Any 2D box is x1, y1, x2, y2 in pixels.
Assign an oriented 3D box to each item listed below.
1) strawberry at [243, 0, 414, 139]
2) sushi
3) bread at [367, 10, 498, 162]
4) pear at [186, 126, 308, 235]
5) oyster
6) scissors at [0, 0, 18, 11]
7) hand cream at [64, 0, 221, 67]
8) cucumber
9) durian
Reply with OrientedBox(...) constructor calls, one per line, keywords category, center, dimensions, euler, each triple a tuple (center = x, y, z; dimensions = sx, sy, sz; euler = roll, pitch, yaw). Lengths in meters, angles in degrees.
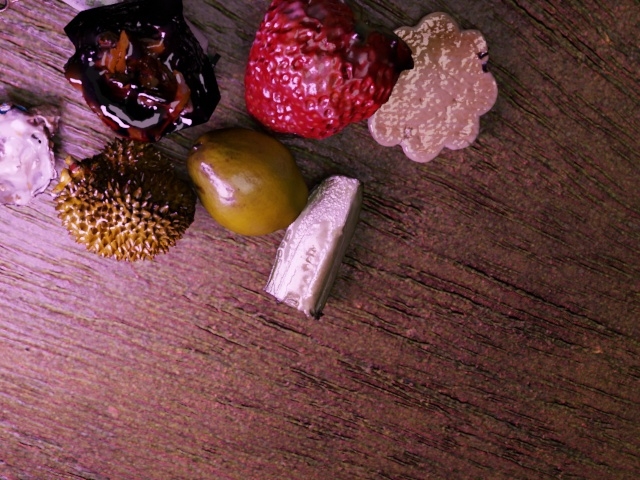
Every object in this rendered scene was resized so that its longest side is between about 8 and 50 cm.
OrientedBox(category="strawberry", center=(-0.013, -0.331, 1.567), dimensions=(0.310, 0.292, 0.292), euler=(-45, 109, 3))
OrientedBox(category="sushi", center=(-0.342, -0.305, 1.514), dimensions=(0.216, 0.212, 0.227), euler=(-6, 126, 18))
OrientedBox(category="bread", center=(0.229, -0.320, 1.729), dimensions=(0.316, 0.054, 0.316), euler=(-3, 109, -9))
OrientedBox(category="pear", center=(-0.149, -0.122, 1.659), dimensions=(0.269, 0.212, 0.212), euler=(29, 102, -26))
OrientedBox(category="oyster", center=(-0.631, -0.175, 1.633), dimensions=(0.223, 0.083, 0.214), euler=(6, 105, -5))
OrientedBox(category="scissors", center=(-0.536, -0.486, 1.574), dimensions=(0.220, 0.017, 0.088), euler=(-3, 107, -9))
OrientedBox(category="hand cream", center=(-0.349, -0.436, 1.594), dimensions=(0.336, 0.076, 0.121), euler=(33, 103, -15))
OrientedBox(category="cucumber", center=(-0.002, -0.001, 1.782), dimensions=(0.145, 0.105, 0.325), euler=(25, 105, 12))
OrientedBox(category="durian", center=(-0.383, -0.071, 1.601), dimensions=(0.258, 0.293, 0.258), euler=(1, 96, 14))
